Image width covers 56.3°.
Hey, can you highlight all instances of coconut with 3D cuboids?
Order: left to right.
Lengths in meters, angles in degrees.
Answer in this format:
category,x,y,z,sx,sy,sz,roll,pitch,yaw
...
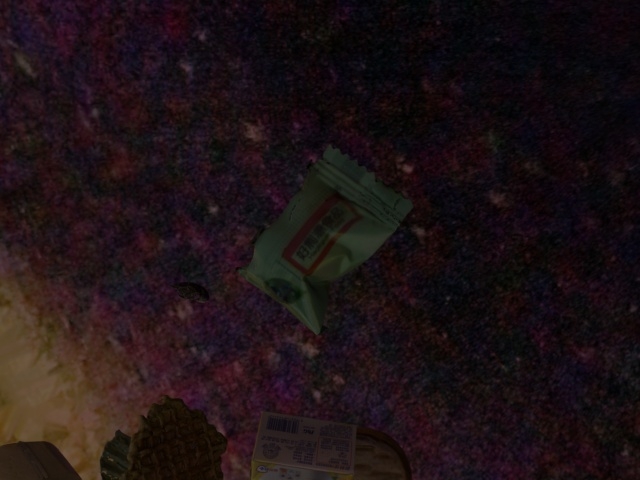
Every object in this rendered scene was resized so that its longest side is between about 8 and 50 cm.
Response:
category,x,y,z,sx,sy,sz,roll,pitch,yaw
coconut,-0.789,0.696,1.571,0.323,0.323,0.322,20,120,38

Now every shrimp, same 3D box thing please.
category,x,y,z,sx,sy,sz,roll,pitch,yaw
shrimp,-0.432,0.165,1.943,0.057,0.165,0.065,-35,57,37

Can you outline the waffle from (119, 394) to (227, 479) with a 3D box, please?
category,x,y,z,sx,sy,sz,roll,pitch,yaw
waffle,-0.306,0.470,1.283,0.052,0.254,0.245,-28,121,35

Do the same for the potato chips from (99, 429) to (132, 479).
category,x,y,z,sx,sy,sz,roll,pitch,yaw
potato chips,-0.562,0.802,2.131,0.389,0.373,0.097,59,-176,-26

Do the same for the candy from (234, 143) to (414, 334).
category,x,y,z,sx,sy,sz,roll,pitch,yaw
candy,0.003,0.000,1.372,0.263,0.172,0.397,38,102,10

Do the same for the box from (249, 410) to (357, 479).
category,x,y,z,sx,sy,sz,roll,pitch,yaw
box,-0.042,0.556,1.561,0.265,0.168,0.097,7,123,0

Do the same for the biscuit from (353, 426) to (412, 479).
category,x,y,z,sx,sy,sz,roll,pitch,yaw
biscuit,0.124,0.657,1.771,0.274,0.091,0.213,-15,89,18
